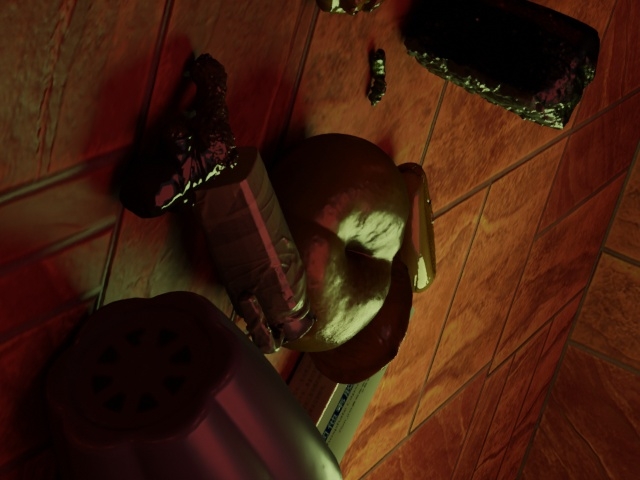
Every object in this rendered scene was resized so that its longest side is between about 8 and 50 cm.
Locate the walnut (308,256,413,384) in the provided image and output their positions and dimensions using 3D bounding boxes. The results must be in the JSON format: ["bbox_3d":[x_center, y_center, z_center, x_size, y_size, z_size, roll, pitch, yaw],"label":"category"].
[{"bbox_3d":[0.026,0.076,1.942,0.167,0.087,0.211,-53,-154,4],"label":"walnut"}]

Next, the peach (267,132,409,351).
[{"bbox_3d":[0.000,0.000,1.774,0.251,0.153,0.251,19,90,-73],"label":"peach"}]

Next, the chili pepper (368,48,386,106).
[{"bbox_3d":[0.067,-0.193,1.917,0.083,0.022,0.027,91,-4,-47],"label":"chili pepper"}]

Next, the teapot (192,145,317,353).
[{"bbox_3d":[-0.067,0.019,1.585,0.107,0.077,0.200,-78,152,-53],"label":"teapot"}]

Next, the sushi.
[{"bbox_3d":[0.218,-0.225,1.959,0.136,0.225,0.126,29,83,-77],"label":"sushi"}]

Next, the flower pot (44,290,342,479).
[{"bbox_3d":[-0.133,0.191,1.519,0.265,0.265,0.243,-56,148,-26],"label":"flower pot"}]

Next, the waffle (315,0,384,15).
[{"bbox_3d":[0.078,-0.370,1.655,0.302,0.068,0.325,-46,151,-46],"label":"waffle"}]

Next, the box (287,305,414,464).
[{"bbox_3d":[0.012,0.209,2.176,0.343,0.065,0.200,-63,162,-9],"label":"box"}]

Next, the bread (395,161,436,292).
[{"bbox_3d":[0.111,-0.017,2.128,0.114,0.077,0.189,-67,151,-52],"label":"bread"}]

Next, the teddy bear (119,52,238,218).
[{"bbox_3d":[-0.115,-0.079,1.474,0.160,0.078,0.119,-57,163,-27],"label":"teddy bear"}]
